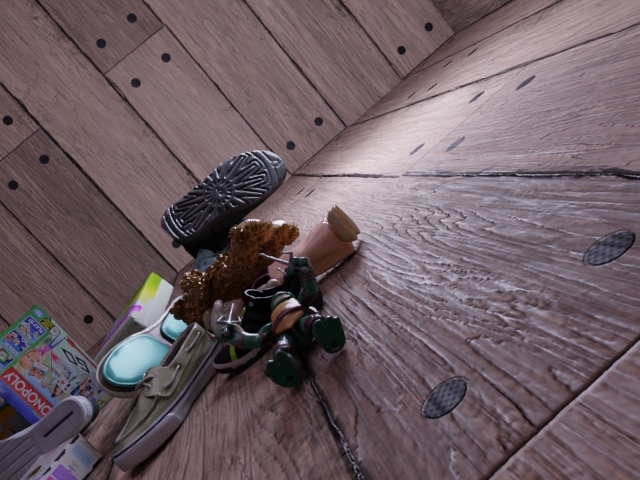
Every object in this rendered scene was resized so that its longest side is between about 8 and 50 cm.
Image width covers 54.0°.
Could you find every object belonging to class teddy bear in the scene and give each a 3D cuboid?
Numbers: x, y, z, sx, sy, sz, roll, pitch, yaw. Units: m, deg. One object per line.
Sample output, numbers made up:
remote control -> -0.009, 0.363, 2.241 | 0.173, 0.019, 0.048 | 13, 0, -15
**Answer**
teddy bear -> -0.173, 0.080, 1.306 | 0.338, 0.113, 0.245 | -43, -19, 9

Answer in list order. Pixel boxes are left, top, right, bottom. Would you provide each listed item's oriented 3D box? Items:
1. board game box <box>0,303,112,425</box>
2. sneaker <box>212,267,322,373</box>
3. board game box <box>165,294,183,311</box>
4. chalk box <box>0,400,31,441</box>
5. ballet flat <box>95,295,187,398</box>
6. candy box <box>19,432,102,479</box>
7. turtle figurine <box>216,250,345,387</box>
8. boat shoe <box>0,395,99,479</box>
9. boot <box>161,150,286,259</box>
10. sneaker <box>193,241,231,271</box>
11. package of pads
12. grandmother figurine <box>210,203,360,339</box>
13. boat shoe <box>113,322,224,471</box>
board game box -> -0.708, 0.353, 1.626 | 0.213, 0.317, 0.046 | -48, 14, -32
sneaker -> -0.103, 0.126, 1.057 | 0.235, 0.097, 0.084 | -39, 11, 9
board game box -> -0.419, 0.207, 1.938 | 0.160, 0.047, 0.210 | -45, 12, -19
chalk box -> -0.850, 0.544, 1.717 | 0.179, 0.180, 0.289 | -46, 13, -23
ballet flat -> -0.376, 0.261, 1.438 | 0.139, 0.139, 0.400 | -35, 8, 27
candy box -> -0.529, 0.477, 1.179 | 0.165, 0.070, 0.196 | -34, 13, 33
turtle figurine -> -0.050, 0.109, 0.901 | 0.175, 0.118, 0.234 | -54, 26, 4
boat shoe -> -0.672, 0.502, 1.515 | 0.335, 0.121, 0.119 | -35, -19, -1
boot -> -0.236, -0.058, 1.846 | 0.367, 0.146, 0.445 | -30, -20, -3
sneaker -> -0.304, 0.102, 1.691 | 0.366, 0.150, 0.135 | -43, 10, -13
package of pads -> -0.575, 0.263, 1.946 | 0.229, 0.101, 0.296 | -49, 16, 17
grandmother figurine -> -0.078, 0.077, 1.194 | 0.342, 0.104, 0.208 | -41, -6, 13
boat shoe -> -0.274, 0.264, 1.098 | 0.109, 0.094, 0.302 | -33, 13, 34
